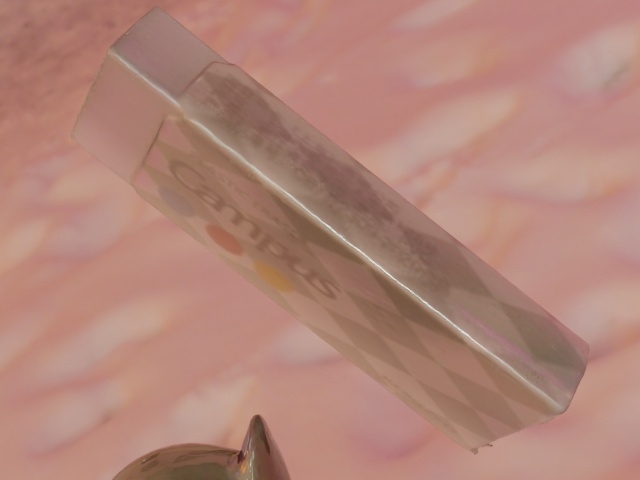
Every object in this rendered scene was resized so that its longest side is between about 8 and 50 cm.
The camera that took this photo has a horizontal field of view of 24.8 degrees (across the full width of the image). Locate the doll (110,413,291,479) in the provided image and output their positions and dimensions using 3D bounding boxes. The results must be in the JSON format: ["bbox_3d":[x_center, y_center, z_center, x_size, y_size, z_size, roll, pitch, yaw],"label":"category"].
[{"bbox_3d":[-0.163,0.280,1.146,0.370,0.226,0.215,-14,53,25],"label":"doll"}]

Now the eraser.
[{"bbox_3d":[0.001,0.000,1.077,0.082,0.397,0.213,-53,3,-24],"label":"eraser"}]
